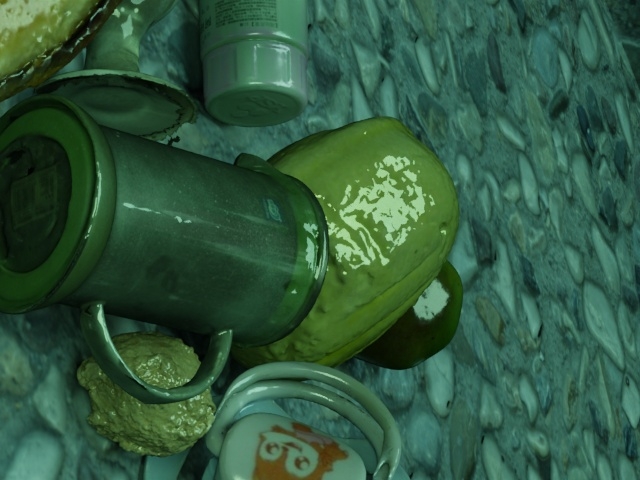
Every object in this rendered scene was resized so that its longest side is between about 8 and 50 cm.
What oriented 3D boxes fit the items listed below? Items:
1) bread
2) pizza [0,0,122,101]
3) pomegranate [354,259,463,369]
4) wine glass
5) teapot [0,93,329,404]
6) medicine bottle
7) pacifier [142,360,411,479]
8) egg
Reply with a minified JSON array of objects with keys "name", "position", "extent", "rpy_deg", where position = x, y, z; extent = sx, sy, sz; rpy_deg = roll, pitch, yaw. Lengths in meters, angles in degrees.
[{"name":"bread","position":[0.007,0.010,2.021],"extent":[0.237,0.320,0.320],"rpy_deg":[54,28,0]},{"name":"pizza","position":[-0.305,-0.292,1.664],"extent":[0.435,0.080,0.391],"rpy_deg":[6,81,-30]},{"name":"pomegranate","position":[0.092,0.089,2.335],"extent":[0.209,0.180,0.180],"rpy_deg":[93,-3,-64]},{"name":"wine glass","position":[-0.209,-0.281,1.867],"extent":[0.190,0.190,0.357],"rpy_deg":[36,50,-53]},{"name":"teapot","position":[-0.149,0.022,1.722],"extent":[0.337,0.200,0.270],"rpy_deg":[14,64,-45]},{"name":"medicine bottle","position":[-0.078,-0.234,2.158],"extent":[0.135,0.135,0.168],"rpy_deg":[30,51,-56]},{"name":"pacifier","position":[-0.043,0.286,1.919],"extent":[0.244,0.299,0.233],"rpy_deg":[-62,173,-45]},{"name":"egg","position":[-0.172,0.152,1.804],"extent":[0.140,0.116,0.118],"rpy_deg":[42,51,-5]}]
